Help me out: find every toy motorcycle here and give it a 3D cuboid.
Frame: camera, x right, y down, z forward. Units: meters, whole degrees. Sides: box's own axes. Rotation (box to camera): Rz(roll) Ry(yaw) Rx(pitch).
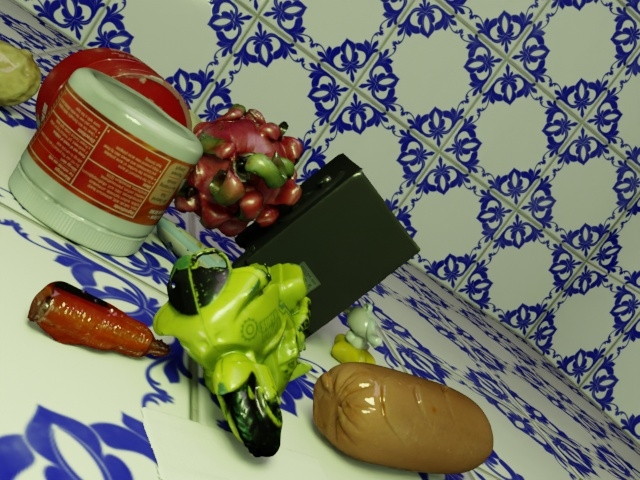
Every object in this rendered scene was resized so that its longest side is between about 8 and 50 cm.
[{"bbox_3d":[-0.089,0.098,0.767,0.342,0.142,0.206,-73,146,-81],"label":"toy motorcycle"}]

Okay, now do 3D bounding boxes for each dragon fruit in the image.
[{"bbox_3d":[-0.126,-0.096,1.040,0.273,0.218,0.198,-112,-170,-54],"label":"dragon fruit"}]

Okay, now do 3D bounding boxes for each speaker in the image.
[{"bbox_3d":[0.000,0.000,1.126,0.184,0.254,0.232,51,5,-14],"label":"speaker"}]

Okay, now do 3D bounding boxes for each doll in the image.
[{"bbox_3d":[0.058,0.153,1.116,0.071,0.113,0.135,9,41,-25],"label":"doll"}]

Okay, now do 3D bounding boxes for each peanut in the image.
[{"bbox_3d":[-0.566,-0.294,1.147,0.159,0.109,0.140,11,12,-42],"label":"peanut"}]

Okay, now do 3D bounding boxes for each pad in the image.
[{"bbox_3d":[-0.056,0.230,0.616,0.232,0.004,0.156,29,11,-35],"label":"pad"}]

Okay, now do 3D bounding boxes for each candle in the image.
[{"bbox_3d":[-0.214,0.090,0.662,0.048,0.053,0.162,-13,-33,36],"label":"candle"}]

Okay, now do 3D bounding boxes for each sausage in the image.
[{"bbox_3d":[0.110,0.232,0.856,0.304,0.121,0.121,28,11,-44],"label":"sausage"}]

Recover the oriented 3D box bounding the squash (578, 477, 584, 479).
[{"bbox_3d":[0.431,0.478,0.990,0.192,0.085,0.184,47,-14,44],"label":"squash"}]

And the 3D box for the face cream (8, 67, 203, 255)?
[{"bbox_3d":[-0.292,-0.109,0.921,0.201,0.187,0.201,35,8,-6],"label":"face cream"}]

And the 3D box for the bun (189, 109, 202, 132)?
[{"bbox_3d":[-0.371,-0.239,1.505,0.220,0.134,0.220,12,-7,1],"label":"bun"}]

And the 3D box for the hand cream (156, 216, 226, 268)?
[{"bbox_3d":[-0.201,0.021,1.057,0.170,0.043,0.065,36,-31,11],"label":"hand cream"}]

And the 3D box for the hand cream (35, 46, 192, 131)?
[{"bbox_3d":[-0.338,-0.193,1.088,0.230,0.230,0.149,26,14,-47],"label":"hand cream"}]
